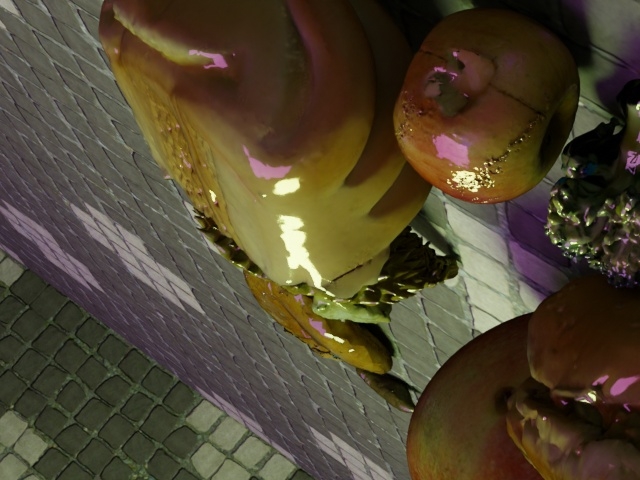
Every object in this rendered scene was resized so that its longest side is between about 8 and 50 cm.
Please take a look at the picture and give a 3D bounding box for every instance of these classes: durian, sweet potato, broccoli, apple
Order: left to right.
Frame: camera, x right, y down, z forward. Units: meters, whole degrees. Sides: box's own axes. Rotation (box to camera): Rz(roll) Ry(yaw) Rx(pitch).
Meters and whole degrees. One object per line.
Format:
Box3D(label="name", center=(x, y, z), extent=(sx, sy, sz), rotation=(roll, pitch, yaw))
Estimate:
Box3D(label="durian", center=(0.000, 0.000, 1.589), extent=(0.306, 0.172, 0.166), rotation=(16, 154, 5))
Box3D(label="sweet potato", center=(0.102, 0.225, 2.264), extent=(0.153, 0.038, 0.041), rotation=(38, 143, 40))
Box3D(label="apple", center=(0.117, -0.100, 1.077), extent=(0.146, 0.146, 0.146), rotation=(37, 165, 12))
Box3D(label="apple", center=(0.257, 0.224, 1.402), extent=(0.348, 0.277, 0.348), rotation=(52, 172, 11))
Box3D(label="broccoli", center=(0.231, -0.044, 1.039), extent=(0.155, 0.167, 0.160), rotation=(-2, 117, 20))

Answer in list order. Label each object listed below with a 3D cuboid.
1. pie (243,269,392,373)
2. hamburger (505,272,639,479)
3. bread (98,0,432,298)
Box3D(label="pie", center=(-0.008, 0.112, 2.140), extent=(0.273, 0.069, 0.273), rotation=(40, 169, 9))
Box3D(label="hamburger", center=(0.298, 0.129, 1.091), extent=(0.284, 0.174, 0.304), rotation=(13, -173, -16))
Box3D(label="bread", center=(-0.036, -0.140, 1.213), extent=(0.316, 0.211, 0.270), rotation=(39, 158, 38))
